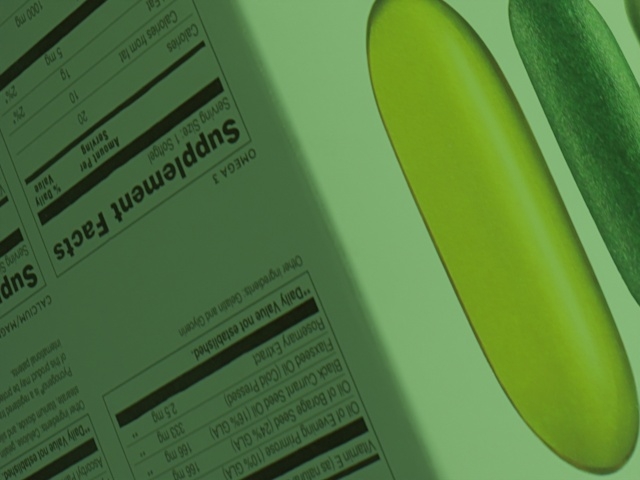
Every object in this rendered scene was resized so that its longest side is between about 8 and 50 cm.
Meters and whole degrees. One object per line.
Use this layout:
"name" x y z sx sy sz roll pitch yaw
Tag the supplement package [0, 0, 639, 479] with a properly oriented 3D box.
"supplement package" 0.000 0.000 0.560 0.199 0.263 0.198 -11 165 -46
